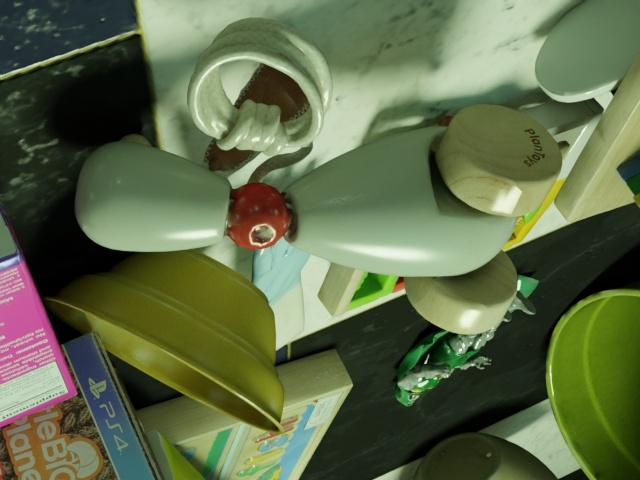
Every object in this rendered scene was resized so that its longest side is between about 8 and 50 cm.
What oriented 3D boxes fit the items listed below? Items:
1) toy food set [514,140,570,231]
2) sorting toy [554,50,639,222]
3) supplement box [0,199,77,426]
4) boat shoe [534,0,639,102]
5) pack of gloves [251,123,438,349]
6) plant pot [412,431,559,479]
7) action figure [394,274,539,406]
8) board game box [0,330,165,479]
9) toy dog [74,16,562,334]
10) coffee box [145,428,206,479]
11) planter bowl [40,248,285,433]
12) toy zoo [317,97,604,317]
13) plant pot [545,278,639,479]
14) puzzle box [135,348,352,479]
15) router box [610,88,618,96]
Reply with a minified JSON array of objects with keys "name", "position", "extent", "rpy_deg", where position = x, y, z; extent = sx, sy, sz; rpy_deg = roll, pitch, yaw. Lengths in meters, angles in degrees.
[{"name":"toy food set","position":[0.139,-0.021,0.992],"extent":[0.192,0.038,0.132],"rpy_deg":[-14,146,-39]},{"name":"sorting toy","position":[0.356,-0.103,0.933],"extent":[0.255,0.089,0.257],"rpy_deg":[-17,151,-22]},{"name":"supplement box","position":[-0.244,0.038,0.750],"extent":[0.114,0.111,0.220],"rpy_deg":[-22,154,-15]},{"name":"boat shoe","position":[0.274,-0.176,0.918],"extent":[0.219,0.078,0.070],"rpy_deg":[-34,152,7]},{"name":"pack of gloves","position":[0.000,0.000,1.022],"extent":[0.195,0.046,0.232],"rpy_deg":[-33,157,-27]},{"name":"plant pot","position":[0.247,0.412,1.789],"extent":[0.284,0.284,0.191],"rpy_deg":[-27,119,-4]},{"name":"action figure","position":[0.161,0.135,1.392],"extent":[0.137,0.063,0.232],"rpy_deg":[-8,151,-42]},{"name":"board game box","position":[-0.280,0.211,0.930],"extent":[0.291,0.141,0.232],"rpy_deg":[-23,170,-11]},{"name":"toy dog","position":[0.009,-0.053,0.813],"extent":[0.334,0.161,0.220],"rpy_deg":[23,124,-27]},{"name":"coffee box","position":[-0.207,0.453,1.142],"extent":[0.334,0.337,0.338],"rpy_deg":[-24,142,2]},{"name":"planter bowl","position":[-0.103,0.063,0.907],"extent":[0.090,0.217,0.217],"rpy_deg":[-61,159,-15]},{"name":"toy zoo","position":[0.144,-0.040,1.051],"extent":[0.293,0.030,0.192],"rpy_deg":[-19,149,-33]},{"name":"plant pot","position":[0.569,0.172,1.583],"extent":[0.353,0.366,0.366],"rpy_deg":[-25,156,-34]},{"name":"puzzle box","position":[-0.138,0.283,1.365],"extent":[0.272,0.052,0.409],"rpy_deg":[-15,151,-25]},{"name":"router box","position":[0.448,-0.176,1.085],"extent":[0.309,0.081,0.243],"rpy_deg":[-38,153,17]}]
